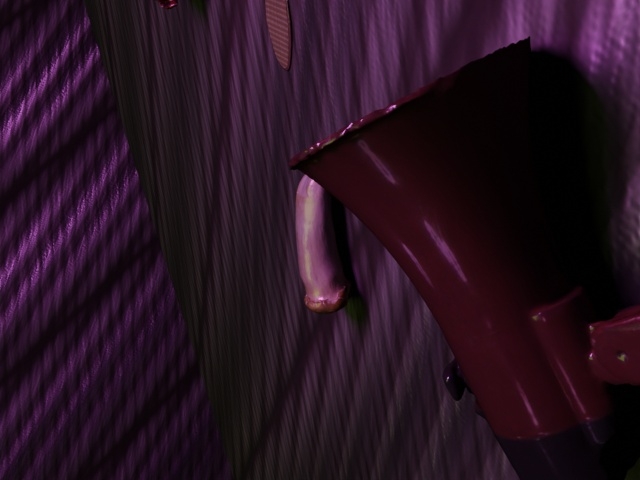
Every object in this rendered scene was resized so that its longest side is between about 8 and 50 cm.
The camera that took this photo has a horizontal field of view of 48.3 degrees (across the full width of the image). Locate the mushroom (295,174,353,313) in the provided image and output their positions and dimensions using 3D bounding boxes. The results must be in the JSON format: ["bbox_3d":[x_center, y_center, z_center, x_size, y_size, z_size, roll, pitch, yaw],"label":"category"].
[{"bbox_3d":[0.000,0.000,0.963,0.084,0.071,0.209,-62,-33,-69],"label":"mushroom"}]

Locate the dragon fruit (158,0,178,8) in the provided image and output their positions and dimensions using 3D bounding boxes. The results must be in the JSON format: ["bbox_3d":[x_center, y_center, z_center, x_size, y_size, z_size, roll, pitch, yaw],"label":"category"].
[{"bbox_3d":[-0.268,-0.459,1.186,0.166,0.133,0.136,44,153,49],"label":"dragon fruit"}]

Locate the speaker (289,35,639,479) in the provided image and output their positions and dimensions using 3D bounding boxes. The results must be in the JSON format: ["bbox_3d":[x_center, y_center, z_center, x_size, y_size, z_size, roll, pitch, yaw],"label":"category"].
[{"bbox_3d":[0.166,0.014,0.512,0.259,0.198,0.329,-32,91,30],"label":"speaker"}]

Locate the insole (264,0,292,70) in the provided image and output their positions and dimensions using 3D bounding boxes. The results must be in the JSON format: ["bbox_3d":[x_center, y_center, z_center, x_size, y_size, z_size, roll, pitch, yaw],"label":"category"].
[{"bbox_3d":[-0.061,-0.344,0.925,0.086,0.005,0.253,47,148,49],"label":"insole"}]
